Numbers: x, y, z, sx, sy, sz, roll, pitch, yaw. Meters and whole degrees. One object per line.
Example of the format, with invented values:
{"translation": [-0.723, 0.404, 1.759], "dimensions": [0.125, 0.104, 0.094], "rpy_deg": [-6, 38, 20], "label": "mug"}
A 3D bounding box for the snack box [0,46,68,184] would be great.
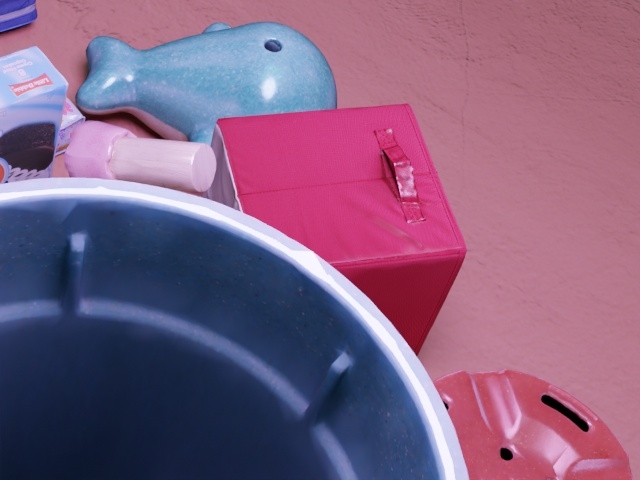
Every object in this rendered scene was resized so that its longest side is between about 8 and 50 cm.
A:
{"translation": [-0.382, -0.044, 1.156], "dimensions": [0.322, 0.187, 0.060], "rpy_deg": [-26, 66, -34], "label": "snack box"}

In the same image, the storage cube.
{"translation": [0.000, 0.000, 1.248], "dimensions": [0.193, 0.215, 0.183], "rpy_deg": [-6, 56, -17], "label": "storage cube"}

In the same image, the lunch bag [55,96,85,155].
{"translation": [-0.292, -0.119, 1.339], "dimensions": [0.083, 0.053, 0.071], "rpy_deg": [-30, 66, -26], "label": "lunch bag"}

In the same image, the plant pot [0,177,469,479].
{"translation": [-0.134, 0.201, 0.698], "dimensions": [0.341, 0.334, 0.341], "rpy_deg": [9, 52, -11], "label": "plant pot"}

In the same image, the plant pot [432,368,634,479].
{"translation": [0.110, 0.253, 1.045], "dimensions": [0.272, 0.265, 0.272], "rpy_deg": [10, 51, -12], "label": "plant pot"}

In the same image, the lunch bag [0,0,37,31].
{"translation": [-0.353, -0.262, 1.423], "dimensions": [0.098, 0.065, 0.067], "rpy_deg": [-22, 48, -32], "label": "lunch bag"}

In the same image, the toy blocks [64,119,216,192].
{"translation": [-0.245, 0.086, 1.113], "dimensions": [0.260, 0.308, 0.288], "rpy_deg": [6, 30, 25], "label": "toy blocks"}

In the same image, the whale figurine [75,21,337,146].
{"translation": [-0.113, -0.167, 1.382], "dimensions": [0.272, 0.141, 0.216], "rpy_deg": [13, 50, -9], "label": "whale figurine"}
